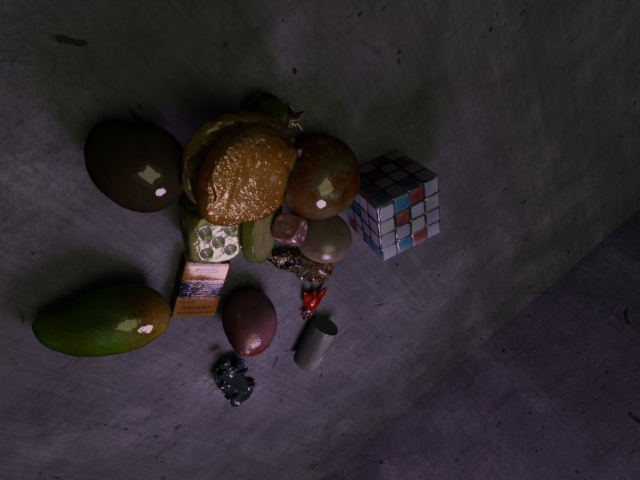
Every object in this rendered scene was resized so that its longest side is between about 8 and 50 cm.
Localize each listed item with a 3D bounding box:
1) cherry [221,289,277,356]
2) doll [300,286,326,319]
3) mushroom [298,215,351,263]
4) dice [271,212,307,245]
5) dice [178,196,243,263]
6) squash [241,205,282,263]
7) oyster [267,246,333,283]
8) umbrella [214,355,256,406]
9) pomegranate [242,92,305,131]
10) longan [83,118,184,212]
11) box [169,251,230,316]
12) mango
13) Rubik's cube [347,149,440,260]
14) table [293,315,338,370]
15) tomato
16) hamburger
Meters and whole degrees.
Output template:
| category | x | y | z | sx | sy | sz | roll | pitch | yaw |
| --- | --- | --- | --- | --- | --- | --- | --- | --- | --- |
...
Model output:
| category | x | y | z | sx | sy | sz | roll | pitch | yaw |
| --- | --- | --- | --- | --- | --- | --- | --- | --- | --- |
| cherry | -0.251 | 0.309 | 1.487 | 0.206 | 0.239 | 0.240 | -16 | 130 | -31 |
| doll | -0.039 | 0.268 | 1.701 | 0.109 | 0.057 | 0.169 | -6 | 125 | -30 |
| mushroom | -0.006 | -0.004 | 1.433 | 0.206 | 0.206 | 0.209 | 22 | 131 | -40 |
| dice | -0.100 | -0.035 | 1.316 | 0.093 | 0.094 | 0.091 | 37 | 65 | -69 |
| dice | -0.329 | -0.042 | 1.222 | 0.169 | 0.166 | 0.170 | -11 | 128 | -25 |
| squash | -0.181 | -0.052 | 1.264 | 0.048 | 0.252 | 0.252 | 11 | 125 | 9 |
| oyster | -0.077 | 0.102 | 1.553 | 0.345 | 0.079 | 0.129 | 22 | 118 | -43 |
| umbrella | -0.369 | 0.582 | 1.710 | 0.143 | 0.094 | 0.349 | -40 | 143 | -25 |
| pomegranate | -0.140 | -0.348 | 1.134 | 0.169 | 0.148 | 0.149 | -37 | 140 | -37 |
| longan | -0.453 | -0.190 | 1.002 | 0.248 | 0.248 | 0.248 | -16 | 129 | -20 |
| box | -0.417 | 0.153 | 1.385 | 0.152 | 0.070 | 0.237 | 5 | 122 | -33 |
| mango | -0.655 | 0.243 | 1.222 | 0.381 | 0.201 | 0.225 | -7 | 149 | -14 |
| Rubik's cube | 0.251 | -0.131 | 1.443 | 0.253 | 0.256 | 0.259 | -27 | 132 | -11 |
| table | -0.023 | 0.463 | 1.808 | 0.126 | 0.126 | 0.220 | 10 | 117 | -36 |
| tomato | 0.006 | -0.189 | 1.272 | 0.270 | 0.223 | 0.270 | -15 | 127 | -22 |
| hamburger | -0.193 | -0.182 | 1.019 | 0.314 | 0.170 | 0.290 | -14 | 141 | -43 |
